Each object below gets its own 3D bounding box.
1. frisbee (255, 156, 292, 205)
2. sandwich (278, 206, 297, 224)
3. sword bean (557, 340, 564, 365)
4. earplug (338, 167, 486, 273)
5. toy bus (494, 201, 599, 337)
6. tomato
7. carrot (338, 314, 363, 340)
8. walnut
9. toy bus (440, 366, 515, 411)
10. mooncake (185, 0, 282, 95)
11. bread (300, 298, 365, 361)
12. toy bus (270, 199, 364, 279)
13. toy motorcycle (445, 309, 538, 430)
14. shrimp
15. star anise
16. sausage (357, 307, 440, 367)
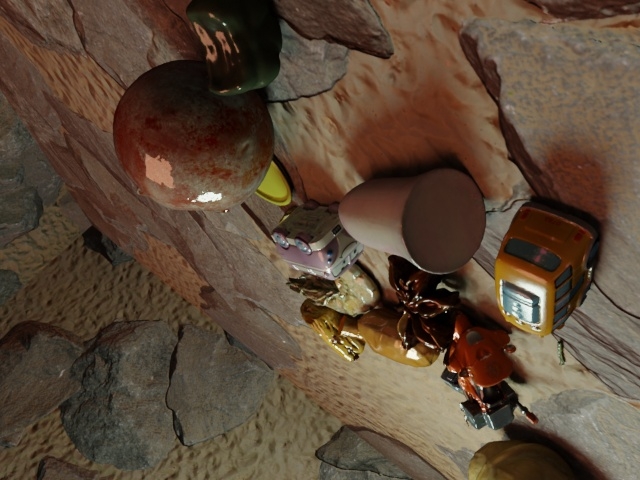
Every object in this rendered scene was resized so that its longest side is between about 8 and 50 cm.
[{"bbox_3d":[-0.158,-0.177,1.511,0.236,0.017,0.236,35,157,17],"label":"frisbee"},{"bbox_3d":[-0.058,-0.040,1.574,0.093,0.036,0.105,42,157,3],"label":"sandwich"},{"bbox_3d":[0.471,0.221,1.206,0.012,0.012,0.083,23,152,40],"label":"sword bean"},{"bbox_3d":[0.131,-0.048,1.111,0.172,0.172,0.301,52,163,-23],"label":"earplug"},{"bbox_3d":[0.340,0.056,0.952,0.126,0.136,0.209,27,155,33],"label":"toy bus"},{"bbox_3d":[-0.248,-0.203,1.227,0.317,0.317,0.282,35,127,17],"label":"tomato"},{"bbox_3d":[0.155,0.263,1.694,0.210,0.061,0.061,18,158,-4],"label":"carrot"},{"bbox_3d":[0.522,0.656,1.596,0.285,0.285,0.296,47,179,-12],"label":"walnut"},{"bbox_3d":[0.401,0.377,1.550,0.190,0.064,0.075,25,165,36],"label":"toy bus"},{"bbox_3d":[-0.143,-0.328,1.014,0.104,0.168,0.175,16,161,46],"label":"mooncake"},{"bbox_3d":[0.042,0.255,1.830,0.210,0.099,0.235,45,177,-10],"label":"bread"},{"bbox_3d":[0.000,0.000,1.418,0.202,0.142,0.142,11,137,53],"label":"toy bus"},{"bbox_3d":[0.355,0.292,1.359,0.325,0.148,0.221,64,175,-26],"label":"toy motorcycle"},{"bbox_3d":[0.014,0.106,1.666,0.360,0.085,0.247,0,133,51],"label":"shrimp"},{"bbox_3d":[0.217,0.129,1.299,0.190,0.126,0.220,24,125,41],"label":"star anise"},{"bbox_3d":[0.194,0.244,1.561,0.241,0.120,0.136,12,152,53],"label":"sausage"}]
